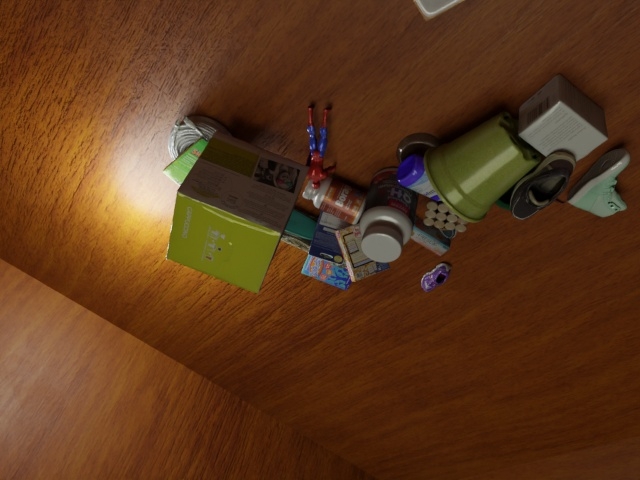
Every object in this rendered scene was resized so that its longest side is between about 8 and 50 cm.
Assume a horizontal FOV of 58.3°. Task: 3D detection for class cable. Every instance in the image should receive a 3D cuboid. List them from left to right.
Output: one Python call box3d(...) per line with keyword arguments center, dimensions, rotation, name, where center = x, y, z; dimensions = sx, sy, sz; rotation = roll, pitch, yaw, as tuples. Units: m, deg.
box3d(center=(-0.424, -0.325, 2.070), dimensions=(0.257, 0.089, 0.257), rotation=(32, 137, -14), name="cable")

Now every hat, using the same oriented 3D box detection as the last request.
box3d(center=(0.658, -0.184, 1.872), dimensions=(0.173, 0.183, 0.208), rotation=(-20, 87, 37), name="hat")

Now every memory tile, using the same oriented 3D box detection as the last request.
box3d(center=(0.427, -0.081, 1.940), dimensions=(0.148, 0.012, 0.113), rotation=(12, 137, 11), name="memory tile")

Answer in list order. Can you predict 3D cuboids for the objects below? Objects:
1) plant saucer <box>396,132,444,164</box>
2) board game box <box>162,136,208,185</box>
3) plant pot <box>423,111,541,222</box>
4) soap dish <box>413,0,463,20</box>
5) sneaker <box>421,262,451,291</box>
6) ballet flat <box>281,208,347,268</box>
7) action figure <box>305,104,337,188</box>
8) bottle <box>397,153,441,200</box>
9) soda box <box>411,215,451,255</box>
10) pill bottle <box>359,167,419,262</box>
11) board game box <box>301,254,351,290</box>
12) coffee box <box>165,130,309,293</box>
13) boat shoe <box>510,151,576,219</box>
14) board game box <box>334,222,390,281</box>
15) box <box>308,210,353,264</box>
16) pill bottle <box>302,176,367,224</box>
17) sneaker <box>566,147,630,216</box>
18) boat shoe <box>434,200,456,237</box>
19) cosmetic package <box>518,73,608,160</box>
box3d(center=(0.332, -0.276, 1.889), dimensions=(0.168, 0.029, 0.168), rotation=(10, 136, 9), name="plant saucer")
box3d(center=(-0.443, -0.269, 2.041), dimensions=(0.124, 0.039, 0.259), rotation=(42, 136, -24), name="board game box")
box3d(center=(0.494, -0.235, 1.702), dimensions=(0.276, 0.276, 0.254), rotation=(37, 130, -18), name="plant pot")
box3d(center=(0.329, -0.706, 1.385), dimensions=(0.291, 0.118, 0.229), rotation=(-20, 124, 35), name="soap dish")
box3d(center=(0.449, 0.154, 2.253), dimensions=(0.068, 0.071, 0.170), rotation=(26, 138, -6), name="sneaker")
box3d(center=(0.000, 0.000, 2.224), dimensions=(0.483, 0.164, 0.182), rotation=(23, 160, 4), name="ballet flat")
box3d(center=(0.002, -0.316, 1.937), dimensions=(0.091, 0.139, 0.280), rotation=(11, 114, 14), name="action figure")
box3d(center=(0.389, -0.186, 1.878), dimensions=(0.283, 0.092, 0.118), rotation=(21, 149, -25), name="bottle")
box3d(center=(0.388, -0.020, 2.107), dimensions=(0.183, 0.058, 0.063), rotation=(30, 136, -12), name="soda box")
box3d(center=(0.226, -0.083, 1.910), dimensions=(0.176, 0.318, 0.176), rotation=(9, 136, 9), name="pill bottle")
box3d(center=(0.041, 0.111, 2.374), dimensions=(0.210, 0.047, 0.160), rotation=(21, 137, -1), name="board game box")
box3d(center=(-0.277, -0.090, 1.897), dimensions=(0.338, 0.334, 0.337), rotation=(22, 137, -3), name="coffee box")
box3d(center=(0.634, -0.140, 1.670), dimensions=(0.103, 0.092, 0.285), rotation=(29, 146, 0), name="boat shoe")
box3d(center=(0.153, 0.034, 2.080), dimensions=(0.045, 0.147, 0.193), rotation=(169, 82, -72), name="board game box")
box3d(center=(0.049, -0.032, 2.114), dimensions=(0.136, 0.225, 0.036), rotation=(17, 171, 2), name="box")
box3d(center=(0.052, -0.152, 2.044), dimensions=(0.216, 0.121, 0.121), rotation=(24, 137, -2), name="pill bottle")
box3d(center=(0.891, -0.169, 1.745), dimensions=(0.151, 0.094, 0.256), rotation=(27, 147, 0), name="sneaker")
box3d(center=(0.437, -0.058, 2.032), dimensions=(0.065, 0.083, 0.183), rotation=(-6, 132, 25), name="boat shoe")
box3d(center=(0.679, -0.331, 1.615), dimensions=(0.183, 0.151, 0.151), rotation=(33, 136, -14), name="cosmetic package")
